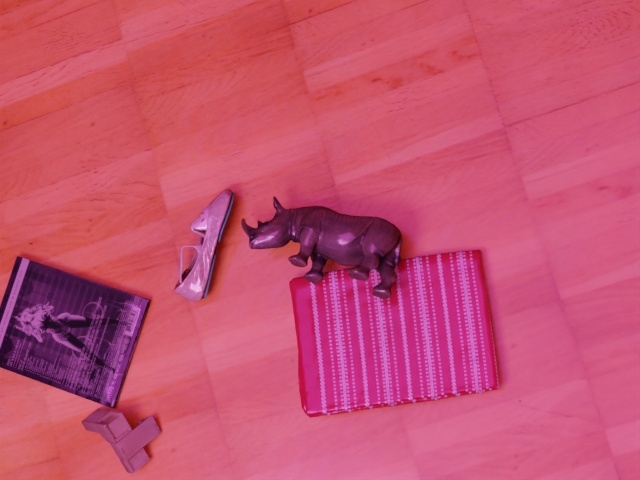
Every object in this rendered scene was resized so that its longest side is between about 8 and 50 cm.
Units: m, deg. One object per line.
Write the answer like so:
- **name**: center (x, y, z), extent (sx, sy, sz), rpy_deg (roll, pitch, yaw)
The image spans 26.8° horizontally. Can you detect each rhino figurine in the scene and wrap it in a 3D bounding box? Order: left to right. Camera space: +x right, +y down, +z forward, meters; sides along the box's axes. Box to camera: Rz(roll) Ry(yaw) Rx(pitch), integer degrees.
- **rhino figurine**: center (0.000, 0.000, 1.836), extent (0.243, 0.073, 0.106), rpy_deg (13, 62, 22)

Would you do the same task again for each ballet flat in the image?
- **ballet flat**: center (-0.167, 0.002, 1.895), extent (0.052, 0.057, 0.168), rpy_deg (16, 85, -12)

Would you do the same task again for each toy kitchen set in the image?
- **toy kitchen set**: center (-0.277, 0.273, 1.903), extent (0.068, 0.075, 0.083), rpy_deg (-37, 110, -31)

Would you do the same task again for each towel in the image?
- **towel**: center (0.096, 0.127, 1.825), extent (0.275, 0.031, 0.199), rpy_deg (-9, 77, 11)

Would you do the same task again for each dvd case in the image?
- **dvd case**: center (-0.370, 0.132, 1.952), extent (0.221, 0.018, 0.164), rpy_deg (17, 87, 16)
